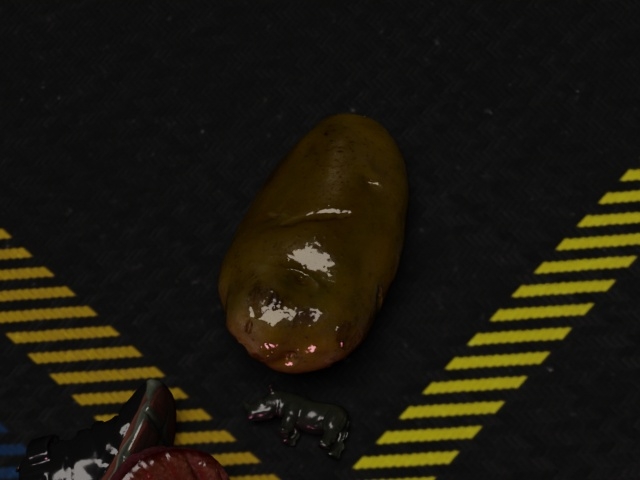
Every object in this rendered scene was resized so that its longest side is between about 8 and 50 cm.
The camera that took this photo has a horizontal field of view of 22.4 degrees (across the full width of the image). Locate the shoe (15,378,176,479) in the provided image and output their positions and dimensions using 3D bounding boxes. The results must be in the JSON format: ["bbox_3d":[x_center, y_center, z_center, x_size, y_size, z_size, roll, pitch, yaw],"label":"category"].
[{"bbox_3d":[-0.286,0.279,1.926,0.137,0.114,0.291,35,78,25],"label":"shoe"}]

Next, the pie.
[{"bbox_3d":[-0.177,0.324,1.868,0.182,0.049,0.182,-3,98,-23],"label":"pie"}]

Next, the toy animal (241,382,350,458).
[{"bbox_3d":[-0.031,0.214,1.952,0.136,0.047,0.065,14,64,14],"label":"toy animal"}]

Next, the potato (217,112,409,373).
[{"bbox_3d":[0.000,0.000,1.991,0.195,0.176,0.369,-11,48,46],"label":"potato"}]
